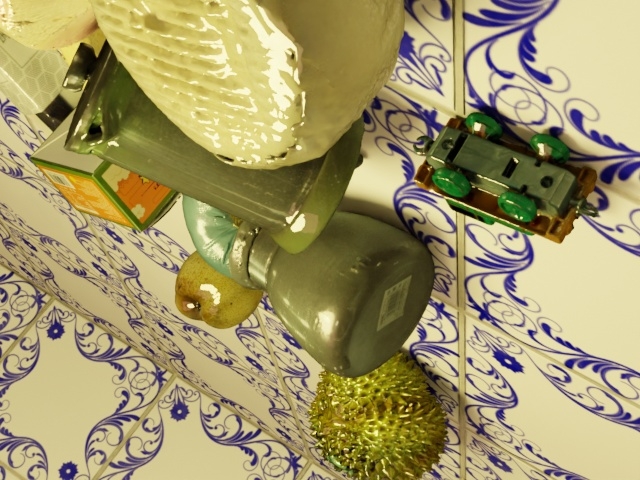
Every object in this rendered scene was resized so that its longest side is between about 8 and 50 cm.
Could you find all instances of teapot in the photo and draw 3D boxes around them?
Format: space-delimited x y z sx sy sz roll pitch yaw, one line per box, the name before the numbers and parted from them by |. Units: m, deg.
teapot | -0.014 0.019 1.574 0.285 0.223 0.305 32 162 32
teapot | -0.136 -0.157 1.334 0.337 0.270 0.200 24 132 -18

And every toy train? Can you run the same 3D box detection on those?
toy train | 0.204 -0.062 1.224 0.227 0.091 0.136 24 166 27

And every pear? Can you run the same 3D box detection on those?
pear | -0.195 0.091 2.106 0.167 0.136 0.167 27 137 27

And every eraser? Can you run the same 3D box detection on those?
eraser | -0.525 -0.324 1.809 0.404 0.098 0.096 48 157 -27

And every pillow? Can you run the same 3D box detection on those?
pillow | -0.123 -0.020 1.799 0.233 0.086 0.214 9 129 39

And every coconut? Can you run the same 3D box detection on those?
coconut | -0.314 -0.341 1.254 0.245 0.233 0.233 26 157 32

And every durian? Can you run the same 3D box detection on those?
durian | 0.097 0.322 2.007 0.291 0.224 0.291 40 161 17

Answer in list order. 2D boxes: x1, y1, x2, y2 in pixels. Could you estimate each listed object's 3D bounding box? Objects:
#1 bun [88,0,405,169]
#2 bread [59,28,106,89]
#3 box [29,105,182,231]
bun | -0.066 -0.251 1.089 0.359 0.211 0.360 31 147 23
bread | -0.291 -0.281 1.493 0.068 0.125 0.188 17 153 27
box | -0.320 -0.133 1.777 0.195 0.177 0.148 15 149 45
